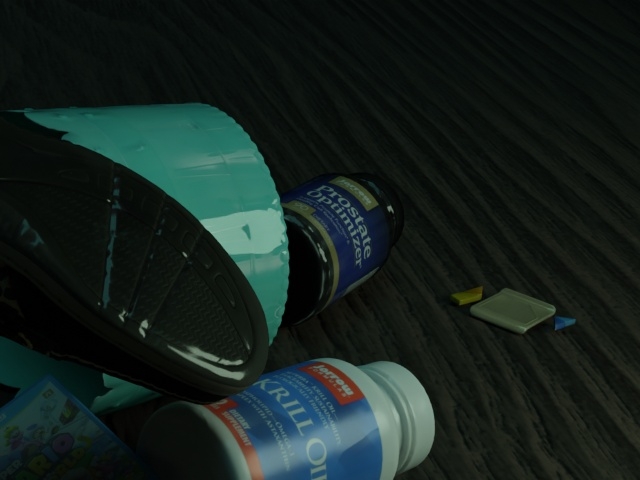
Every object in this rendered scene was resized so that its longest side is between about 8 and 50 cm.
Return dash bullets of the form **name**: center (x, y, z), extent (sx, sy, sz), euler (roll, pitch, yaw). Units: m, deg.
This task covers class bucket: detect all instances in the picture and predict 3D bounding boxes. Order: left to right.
- **bucket**: center (-0.167, 0.013, 1.306), extent (0.183, 0.281, 0.281), euler (-10, 28, -36)

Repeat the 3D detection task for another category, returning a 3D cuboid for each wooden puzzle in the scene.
- **wooden puzzle**: center (0.200, 0.075, 1.633), extent (0.116, 0.014, 0.078), euler (25, 31, 36)

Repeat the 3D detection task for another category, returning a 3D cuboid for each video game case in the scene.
- **video game case**: center (-0.206, 0.172, 1.147), extent (0.119, 0.015, 0.166), euler (-38, 40, -18)

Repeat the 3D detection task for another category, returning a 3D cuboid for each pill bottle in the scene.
- **pill bottle**: center (-0.019, 0.158, 1.182), extent (0.124, 0.124, 0.221), euler (26, 27, 38)
- **pill bottle**: center (0.000, 0.000, 1.594), extent (0.122, 0.123, 0.219), euler (17, 23, 22)

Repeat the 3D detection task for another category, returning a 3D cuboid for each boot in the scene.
- **boot**: center (-0.254, 0.053, 1.105), extent (0.377, 0.284, 0.138), euler (28, 40, -17)
